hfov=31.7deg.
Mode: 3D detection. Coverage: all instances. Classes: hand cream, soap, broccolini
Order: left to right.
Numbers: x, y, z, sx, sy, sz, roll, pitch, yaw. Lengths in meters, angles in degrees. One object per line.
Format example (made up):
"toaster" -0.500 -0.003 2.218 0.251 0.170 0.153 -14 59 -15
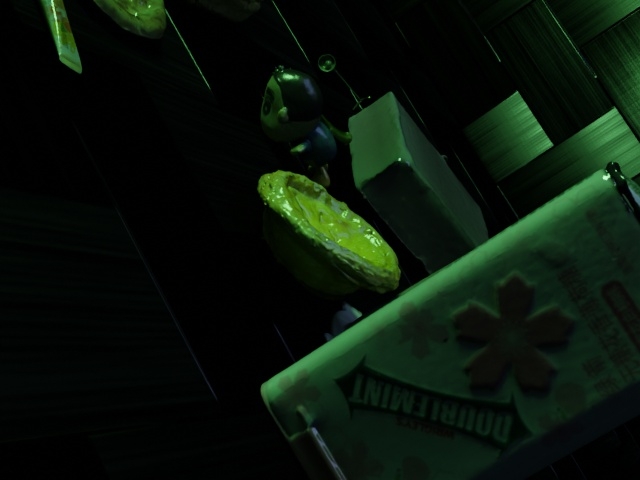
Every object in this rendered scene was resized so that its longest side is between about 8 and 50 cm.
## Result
"hand cream" -0.245 -0.203 1.054 0.035 0.022 0.102 36 29 -64
"broccolini" -0.006 -0.195 1.714 0.051 0.054 0.239 49 7 33
"soap" 0.174 -0.071 1.883 0.296 0.107 0.285 49 16 -21

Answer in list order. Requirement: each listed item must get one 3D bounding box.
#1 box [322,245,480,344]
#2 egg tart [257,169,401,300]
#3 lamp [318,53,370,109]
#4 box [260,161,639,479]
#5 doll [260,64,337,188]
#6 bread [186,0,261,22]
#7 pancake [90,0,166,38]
"box" 0.172 0.148 1.246 0.291 0.206 0.262 53 16 -2
"egg tart" 0.000 0.000 1.234 0.191 0.074 0.191 37 18 -14
"lamp" 0.039 -0.296 2.076 0.121 0.041 0.054 48 8 -14
"box" 0.150 0.105 0.962 0.190 0.370 0.112 59 15 6
"doll" -0.031 -0.149 1.488 0.102 0.089 0.179 -95 171 -60
"bread" -0.182 -0.441 1.556 0.246 0.111 0.239 58 15 8
"pancake" -0.253 -0.317 1.248 0.235 0.029 0.212 49 18 -18
